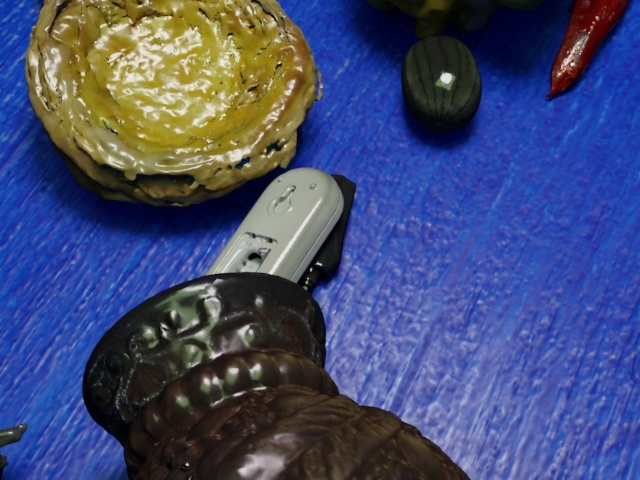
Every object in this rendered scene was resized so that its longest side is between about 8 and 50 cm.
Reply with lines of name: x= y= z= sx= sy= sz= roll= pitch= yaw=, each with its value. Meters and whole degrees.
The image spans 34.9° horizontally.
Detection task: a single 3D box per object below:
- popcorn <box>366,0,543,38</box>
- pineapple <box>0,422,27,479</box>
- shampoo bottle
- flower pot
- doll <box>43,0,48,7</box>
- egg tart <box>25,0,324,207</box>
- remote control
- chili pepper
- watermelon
popcorn: x=0.132 y=-0.374 z=1.022 sx=0.326 sy=0.290 sz=0.321 roll=25 pitch=52 yaw=11
pineapple: x=-0.360 y=0.155 z=0.791 sx=0.248 sy=0.128 sz=0.128 roll=16 pitch=59 yaw=4
shampoo bottle: x=0.000 y=0.000 z=0.930 sx=0.048 sy=0.027 sz=0.137 roll=8 pitch=58 yaw=17
flower pot: x=-0.041 y=0.178 z=0.698 sx=0.267 sy=0.266 sz=0.267 roll=-20 pitch=48 yaw=-11
doll: x=-0.220 y=-0.291 z=1.086 sx=0.183 sy=0.085 sz=0.217 roll=-31 pitch=72 yaw=-16
egg tart: x=-0.138 y=-0.151 z=0.981 sx=0.291 sy=0.107 sz=0.290 roll=2 pitch=68 yaw=-6
remote control: x=-0.056 y=0.022 z=0.892 sx=0.078 sy=0.042 sz=0.221 roll=14 pitch=62 yaw=38
chili pepper: x=0.295 y=-0.253 z=1.075 sx=0.059 sy=0.050 sz=0.268 roll=32 pitch=63 yaw=1
watermelon: x=0.118 y=-0.157 z=1.000 sx=0.078 sy=0.078 sz=0.110 roll=-6 pitch=57 yaw=-3
